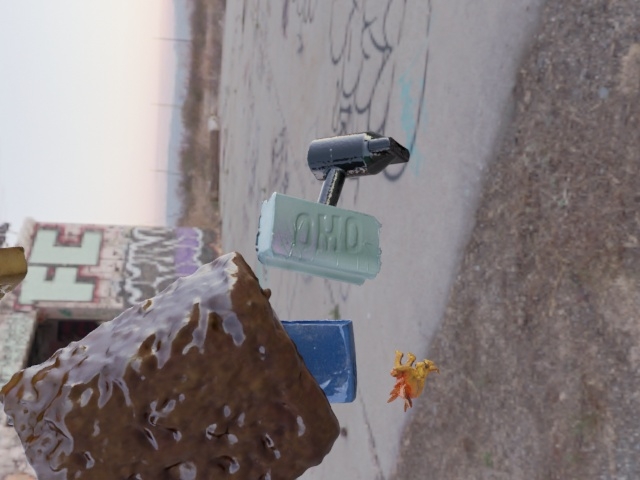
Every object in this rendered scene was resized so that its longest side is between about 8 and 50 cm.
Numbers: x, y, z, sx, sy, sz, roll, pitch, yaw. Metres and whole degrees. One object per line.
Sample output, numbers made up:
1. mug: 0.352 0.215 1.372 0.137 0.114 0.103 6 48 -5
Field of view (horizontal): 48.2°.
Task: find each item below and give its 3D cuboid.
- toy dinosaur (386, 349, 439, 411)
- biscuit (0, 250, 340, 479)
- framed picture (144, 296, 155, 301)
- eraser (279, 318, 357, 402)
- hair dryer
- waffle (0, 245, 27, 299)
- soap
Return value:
1. toy dinosaur: 0.185 0.294 1.473 0.117 0.071 0.288 -65 -25 -3
2. biscuit: -0.193 0.249 1.024 0.342 0.395 0.166 62 171 -27
3. framed picture: -0.377 0.141 2.190 0.216 0.273 0.016 -10 98 48
4. eraser: -0.093 0.211 1.253 0.043 0.312 0.144 -27 -66 -74
5. hair dryer: 0.070 -0.133 1.755 0.116 0.244 0.302 42 -124 -43
6. waffle: -0.669 0.106 1.110 0.077 0.304 0.348 61 -156 13
7. soap: 0.000 0.000 1.530 0.094 0.262 0.150 150 129 -63
